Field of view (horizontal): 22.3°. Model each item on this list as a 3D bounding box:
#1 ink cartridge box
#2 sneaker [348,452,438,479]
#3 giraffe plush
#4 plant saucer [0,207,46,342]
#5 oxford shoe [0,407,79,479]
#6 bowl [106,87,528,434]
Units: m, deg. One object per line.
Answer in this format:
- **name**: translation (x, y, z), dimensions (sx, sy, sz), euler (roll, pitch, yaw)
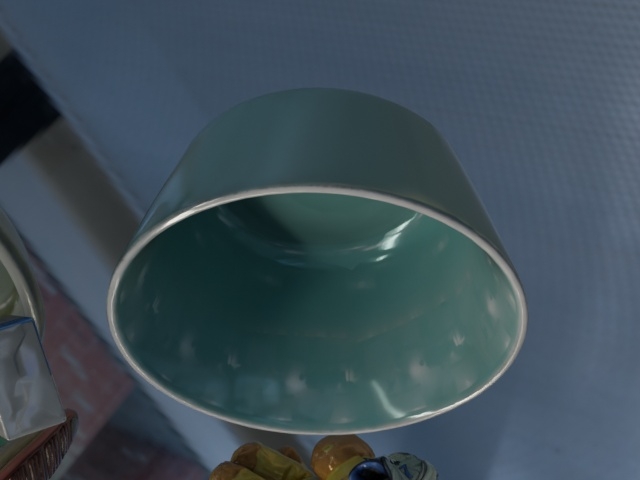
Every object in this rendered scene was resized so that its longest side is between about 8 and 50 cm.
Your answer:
- **ink cartridge box**: translation (-0.307, 0.130, 1.581), dimensions (0.181, 0.062, 0.104), euler (-3, 105, 70)
- **sneaker**: translation (0.050, 0.178, 1.189), dimensions (0.058, 0.052, 0.135), euler (46, -170, -8)
- **giraffe plush**: translation (0.007, 0.282, 1.754), dimensions (0.170, 0.181, 0.210), euler (-41, 84, 31)
- **plant saucer**: translation (-0.455, -0.018, 1.770), dimensions (0.400, 0.100, 0.400), euler (20, 143, 16)
- **oxford shoe**: translation (-0.482, 0.330, 2.244), dimensions (0.130, 0.348, 0.123), euler (33, 143, 21)
- **bowl**: translation (0.000, 0.000, 1.239), dimensions (0.312, 0.163, 0.311), euler (2, 142, 1)
